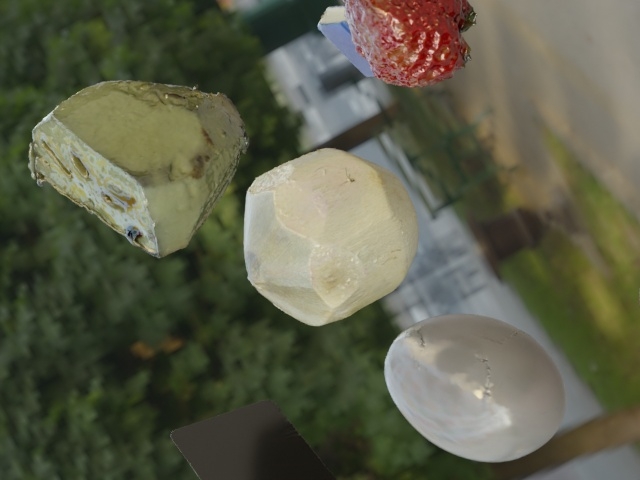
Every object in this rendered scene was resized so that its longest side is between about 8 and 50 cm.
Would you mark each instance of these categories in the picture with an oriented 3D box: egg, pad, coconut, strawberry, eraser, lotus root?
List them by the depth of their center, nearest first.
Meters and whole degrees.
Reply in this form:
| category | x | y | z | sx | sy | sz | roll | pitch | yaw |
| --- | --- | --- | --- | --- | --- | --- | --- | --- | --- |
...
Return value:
| category | x | y | z | sx | sy | sz | roll | pitch | yaw |
| --- | --- | --- | --- | --- | --- | --- | --- | --- | --- |
| lotus root | -0.121 | -0.072 | 1.302 | 0.143 | 0.144 | 0.070 | 25 | 135 | 26 |
| pad | -0.060 | 0.207 | 1.694 | 0.157 | 0.112 | 0.003 | 47 | 146 | 47 |
| coconut | -0.001 | -0.003 | 1.723 | 0.161 | 0.162 | 0.161 | 43 | 142 | 46 |
| strawberry | 0.075 | -0.211 | 1.753 | 0.148 | 0.131 | 0.131 | 13 | -154 | -26 |
| eraser | 0.044 | -0.202 | 1.850 | 0.085 | 0.027 | 0.063 | 43 | 161 | -27 |
| egg | 0.158 | 0.150 | 1.880 | 0.199 | 0.146 | 0.146 | 19 | 160 | 22 |
